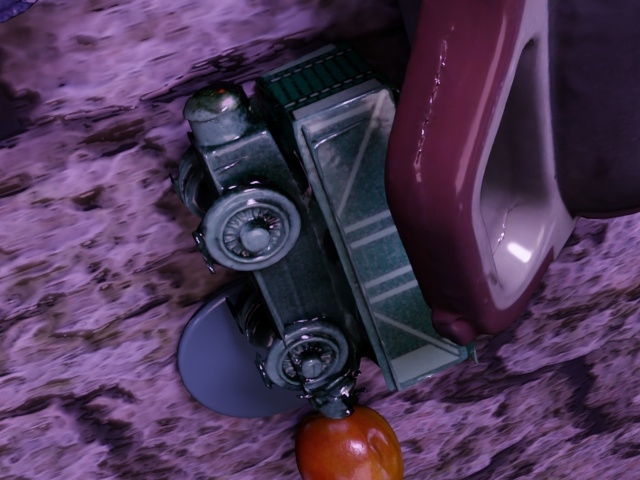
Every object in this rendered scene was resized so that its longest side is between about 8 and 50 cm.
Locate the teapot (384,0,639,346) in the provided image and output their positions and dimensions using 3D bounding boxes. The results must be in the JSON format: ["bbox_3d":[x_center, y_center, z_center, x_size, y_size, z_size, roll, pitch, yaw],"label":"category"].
[{"bbox_3d":[0.133,-0.109,0.462,0.315,0.233,0.312,-51,147,-26],"label":"teapot"}]

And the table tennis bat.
[{"bbox_3d":[-0.001,0.073,0.708,0.237,0.038,0.149,-17,127,-9],"label":"table tennis bat"}]

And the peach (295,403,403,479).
[{"bbox_3d":[0.028,0.198,0.778,0.100,0.101,0.101,-14,132,-16],"label":"peach"}]

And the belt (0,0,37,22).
[{"bbox_3d":[-0.177,-0.198,0.333,0.139,0.126,0.230,-24,132,-4],"label":"belt"}]

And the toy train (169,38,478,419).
[{"bbox_3d":[0.000,0.000,0.583,0.154,0.115,0.269,-27,123,-9],"label":"toy train"}]
